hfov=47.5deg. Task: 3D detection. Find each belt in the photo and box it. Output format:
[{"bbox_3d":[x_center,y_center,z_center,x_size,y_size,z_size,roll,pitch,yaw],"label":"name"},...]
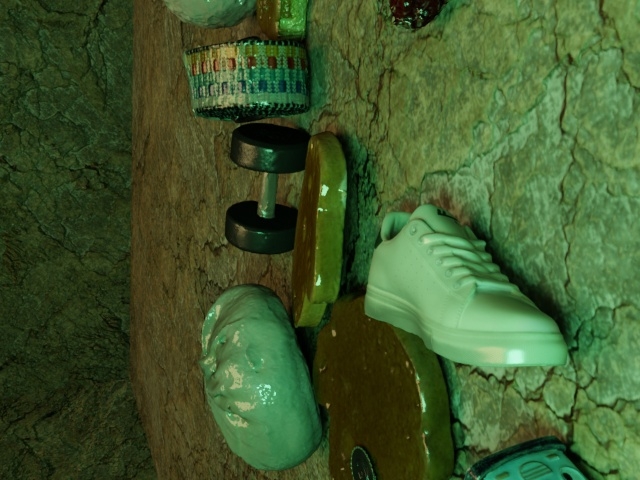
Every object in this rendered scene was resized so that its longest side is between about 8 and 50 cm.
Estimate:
[{"bbox_3d":[-0.131,-0.293,1.342,0.258,0.207,0.150,5,98,51],"label":"belt"}]

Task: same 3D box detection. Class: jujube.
[{"bbox_3d":[0.128,-0.340,0.885,0.166,0.104,0.104,98,157,-58],"label":"jujube"}]

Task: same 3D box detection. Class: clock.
[{"bbox_3d":[0.064,0.350,1.093,0.074,0.010,0.083,119,139,-50],"label":"clock"}]

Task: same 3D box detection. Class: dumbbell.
[{"bbox_3d":[-0.099,-0.098,1.367,0.152,0.153,0.218,-133,44,-55],"label":"dumbbell"}]

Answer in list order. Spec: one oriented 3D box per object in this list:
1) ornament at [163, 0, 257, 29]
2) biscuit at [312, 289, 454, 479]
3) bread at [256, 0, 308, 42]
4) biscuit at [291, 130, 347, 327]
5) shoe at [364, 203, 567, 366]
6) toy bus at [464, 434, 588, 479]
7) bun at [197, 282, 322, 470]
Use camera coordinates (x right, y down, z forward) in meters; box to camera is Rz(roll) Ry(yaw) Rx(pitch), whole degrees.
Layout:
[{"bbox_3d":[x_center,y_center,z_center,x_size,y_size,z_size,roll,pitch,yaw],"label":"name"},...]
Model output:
[{"bbox_3d":[-0.229,-0.563,1.482,0.259,0.225,0.259,37,132,57],"label":"ornament"},{"bbox_3d":[0.083,0.260,1.119,0.359,0.074,0.381,-119,31,-46],"label":"biscuit"},{"bbox_3d":[-0.069,-0.438,1.345,0.128,0.069,0.140,-129,40,-51],"label":"bread"},{"bbox_3d":[0.002,0.000,1.213,0.287,0.057,0.343,-105,21,-63],"label":"biscuit"},{"bbox_3d":[0.159,0.040,0.848,0.363,0.132,0.160,-164,76,-69],"label":"shoe"},{"bbox_3d":[0.215,0.359,0.762,0.165,0.133,0.271,46,138,48],"label":"toy bus"},{"bbox_3d":[-0.125,0.256,1.376,0.354,0.194,0.354,165,90,-79],"label":"bun"}]
